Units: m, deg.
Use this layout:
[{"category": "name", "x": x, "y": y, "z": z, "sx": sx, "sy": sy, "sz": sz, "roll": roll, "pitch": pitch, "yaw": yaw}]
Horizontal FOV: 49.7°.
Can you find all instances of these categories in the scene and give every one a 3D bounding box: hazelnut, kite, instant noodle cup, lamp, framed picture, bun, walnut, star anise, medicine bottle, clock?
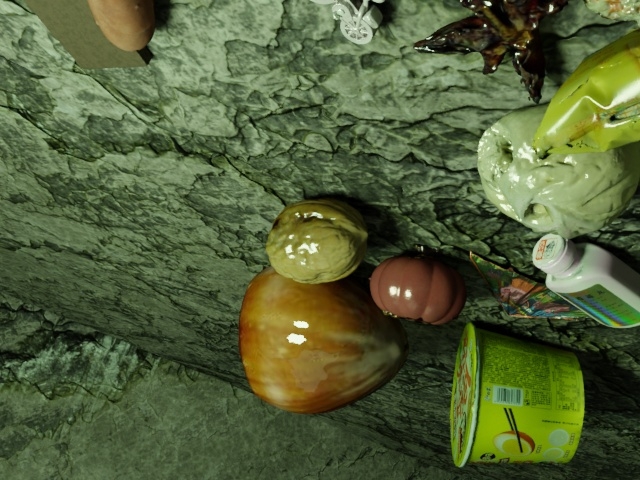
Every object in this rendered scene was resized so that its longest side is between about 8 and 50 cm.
[{"category": "hazelnut", "x": 0.003, "y": 0.200, "z": 1.412, "sx": 0.373, "sy": 0.315, "sz": 0.372, "roll": 10, "pitch": 170, "yaw": 2}, {"category": "kite", "x": 0.399, "y": 0.103, "z": 1.288, "sx": 0.321, "sy": 0.016, "sz": 0.234, "roll": 22, "pitch": 156, "yaw": -4}, {"category": "instant noodle cup", "x": 0.405, "y": 0.337, "z": 1.452, "sx": 0.222, "sy": 0.311, "sz": 0.311, "roll": 7, "pitch": 153, "yaw": 5}, {"category": "lamp", "x": 0.181, "y": 0.083, "z": 1.266, "sx": 0.182, "sy": 0.140, "sz": 0.182, "roll": 13, "pitch": 172, "yaw": 2}, {"category": "framed picture", "x": -0.331, "y": -0.307, "z": 0.961, "sx": 0.128, "sy": 0.023, "sz": 0.168, "roll": 5, "pitch": 151, "yaw": 26}, {"category": "bun", "x": 0.290, "y": -0.080, "z": 0.868, "sx": 0.193, "sy": 0.127, "sz": 0.178, "roll": 20, "pitch": 156, "yaw": 4}, {"category": "walnut", "x": 0.000, "y": 0.000, "z": 1.191, "sx": 0.184, "sy": 0.155, "sz": 0.155, "roll": -11, "pitch": 142, "yaw": 34}, {"category": "star anise", "x": 0.181, "y": -0.229, "z": 0.731, "sx": 0.157, "sy": 0.053, "sz": 0.212, "roll": 13, "pitch": 156, "yaw": 10}, {"category": "medicine bottle", "x": 0.435, "y": 0.064, "z": 1.106, "sx": 0.219, "sy": 0.078, "sz": 0.115, "roll": 31, "pitch": 154, "yaw": -23}, {"category": "clock", "x": 0.027, "y": -0.274, "z": 0.761, "sx": 0.087, "sy": 0.041, "sz": 0.129, "roll": -5, "pitch": 141, "yaw": 47}]

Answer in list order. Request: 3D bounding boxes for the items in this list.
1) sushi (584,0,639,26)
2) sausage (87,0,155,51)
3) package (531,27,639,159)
[{"category": "sushi", "x": 0.309, "y": -0.238, "z": 0.597, "sx": 0.150, "sy": 0.078, "sz": 0.090, "roll": 7, "pitch": 152, "yaw": 25}, {"category": "sausage", "x": -0.253, "y": -0.354, "z": 0.748, "sx": 0.088, "sy": 0.087, "sz": 0.433, "roll": 14, "pitch": 155, "yaw": 10}, {"category": "package", "x": 0.320, "y": -0.156, "z": 0.670, "sx": 0.226, "sy": 0.168, "sz": 0.090, "roll": -15, "pitch": 115, "yaw": 47}]
